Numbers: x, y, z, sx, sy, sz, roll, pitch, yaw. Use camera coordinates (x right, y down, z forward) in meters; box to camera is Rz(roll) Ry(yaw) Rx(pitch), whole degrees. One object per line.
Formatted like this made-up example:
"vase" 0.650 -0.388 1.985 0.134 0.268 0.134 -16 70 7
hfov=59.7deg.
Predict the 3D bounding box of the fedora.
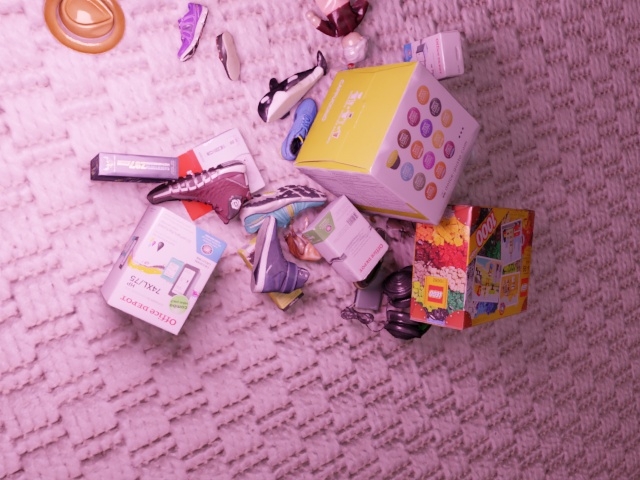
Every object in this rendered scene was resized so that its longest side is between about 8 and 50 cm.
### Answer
"fedora" -0.581 -0.560 1.386 0.194 0.079 0.194 -3 97 -28

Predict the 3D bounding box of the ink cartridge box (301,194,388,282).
"ink cartridge box" 0.078 -0.001 1.704 0.219 0.092 0.160 49 63 -12

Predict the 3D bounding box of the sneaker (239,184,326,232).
"sneaker" -0.112 -0.097 1.682 0.275 0.107 0.110 -16 122 -20

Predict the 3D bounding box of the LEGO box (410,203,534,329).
"LEGO box" 0.519 0.070 1.865 0.500 0.193 0.373 -2 96 -49

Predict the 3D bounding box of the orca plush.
"orca plush" -0.100 -0.463 1.635 0.102 0.151 0.287 39 79 7

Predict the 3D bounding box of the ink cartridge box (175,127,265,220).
"ink cartridge box" -0.298 -0.188 1.586 0.232 0.066 0.189 -33 109 -25

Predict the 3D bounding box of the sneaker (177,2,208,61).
"sneaker" -0.361 -0.567 1.519 0.071 0.068 0.170 18 78 -13

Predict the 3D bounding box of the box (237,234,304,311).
"box" -0.149 0.100 1.689 0.087 0.058 0.232 -42 112 -18

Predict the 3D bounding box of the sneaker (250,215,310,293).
"sneaker" -0.107 0.046 1.618 0.163 0.086 0.226 7 97 -21

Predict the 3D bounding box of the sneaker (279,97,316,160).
"sneaker" -0.054 -0.335 1.682 0.069 0.082 0.209 27 81 -25

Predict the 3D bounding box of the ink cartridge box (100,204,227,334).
"ink cartridge box" -0.416 0.072 1.469 0.198 0.197 0.270 31 81 -26

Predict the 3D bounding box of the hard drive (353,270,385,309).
"hard drive" 0.164 0.163 1.877 0.094 0.022 0.135 11 90 -28

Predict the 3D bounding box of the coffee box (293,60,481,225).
"coffee box" 0.192 -0.279 1.637 0.334 0.338 0.338 31 80 -39

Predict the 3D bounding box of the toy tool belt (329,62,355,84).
"toy tool belt" 0.068 -0.521 1.749 0.083 0.052 0.051 -24 137 -20

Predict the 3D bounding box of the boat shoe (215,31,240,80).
"boat shoe" -0.262 -0.518 1.578 0.049 0.042 0.133 -27 109 -49

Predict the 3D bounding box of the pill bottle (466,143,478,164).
"pill bottle" 0.445 -0.299 1.925 0.186 0.112 0.112 -6 98 -27

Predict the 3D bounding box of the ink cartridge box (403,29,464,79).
"ink cartridge box" 0.364 -0.587 1.809 0.082 0.190 0.140 -14 101 -25

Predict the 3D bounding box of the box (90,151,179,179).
"box" -0.470 -0.178 1.396 0.183 0.232 0.059 1 92 -28

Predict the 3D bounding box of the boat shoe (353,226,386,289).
"boat shoe" 0.175 0.056 1.826 0.080 0.073 0.224 31 69 -21

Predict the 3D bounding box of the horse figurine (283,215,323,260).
"horse figurine" 0.000 0.000 1.753 0.263 0.066 0.175 -16 96 -28

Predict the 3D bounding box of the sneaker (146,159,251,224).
"sneaker" -0.319 -0.106 1.534 0.281 0.106 0.163 -19 110 -7

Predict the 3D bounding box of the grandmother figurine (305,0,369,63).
"grandmother figurine" 0.055 -0.707 1.696 0.207 0.104 0.342 -26 112 6

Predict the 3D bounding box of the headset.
"headset" 0.253 0.216 1.869 0.394 0.185 0.243 -13 103 -48

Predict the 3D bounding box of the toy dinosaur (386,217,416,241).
"toy dinosaur" 0.264 -0.152 1.834 0.121 0.160 0.314 -13 91 -38
